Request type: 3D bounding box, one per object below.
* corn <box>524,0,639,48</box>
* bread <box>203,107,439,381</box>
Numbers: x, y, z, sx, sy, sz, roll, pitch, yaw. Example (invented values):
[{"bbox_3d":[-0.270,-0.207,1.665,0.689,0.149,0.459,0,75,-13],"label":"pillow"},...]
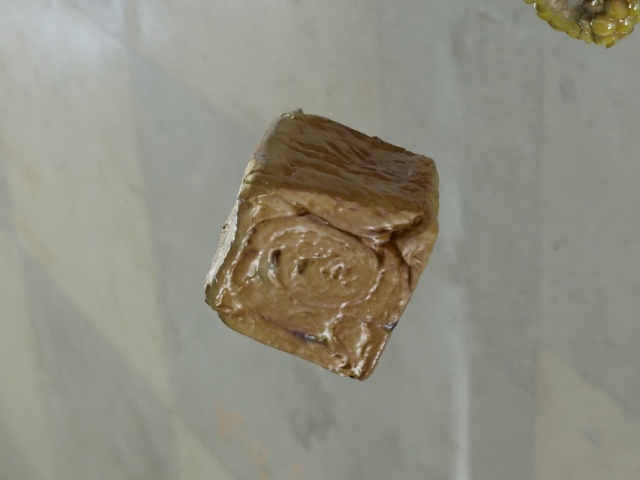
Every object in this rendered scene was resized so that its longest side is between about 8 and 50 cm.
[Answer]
[{"bbox_3d":[0.229,-0.241,1.066,0.115,0.318,0.115,24,146,18],"label":"corn"},{"bbox_3d":[0.000,0.000,1.253,0.143,0.158,0.149,-88,16,-61],"label":"bread"}]
